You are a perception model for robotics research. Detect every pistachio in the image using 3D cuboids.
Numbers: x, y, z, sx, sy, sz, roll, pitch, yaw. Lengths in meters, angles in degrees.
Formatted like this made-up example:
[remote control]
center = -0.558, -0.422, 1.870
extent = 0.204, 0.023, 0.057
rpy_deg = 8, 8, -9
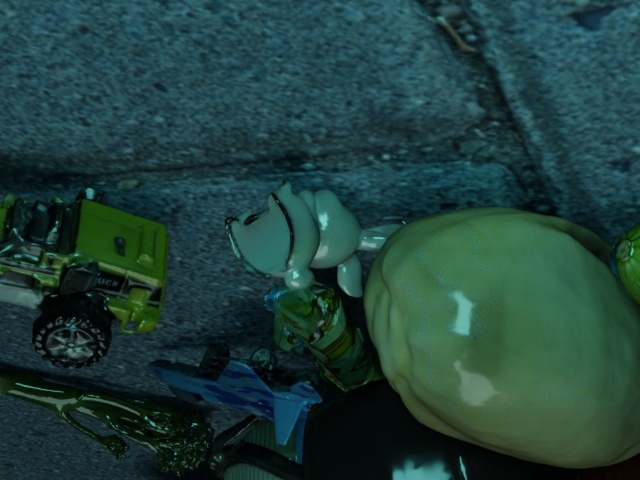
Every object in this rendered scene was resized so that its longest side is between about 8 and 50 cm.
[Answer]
[pistachio]
center = 0.158, 0.071, 1.162
extent = 0.299, 0.187, 0.187
rpy_deg = 19, 153, -41

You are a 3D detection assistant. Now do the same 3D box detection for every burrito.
[burrito]
center = -0.003, 0.086, 1.357
extent = 0.104, 0.054, 0.288
rpy_deg = 31, 170, 21

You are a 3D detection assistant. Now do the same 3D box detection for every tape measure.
[tape measure]
center = 0.022, 0.225, 1.564
extent = 0.231, 0.133, 0.271
rpy_deg = 12, 161, -30

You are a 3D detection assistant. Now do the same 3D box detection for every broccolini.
[broccolini]
center = -0.308, 0.187, 1.643
extent = 0.392, 0.074, 0.079
rpy_deg = 11, 147, -10

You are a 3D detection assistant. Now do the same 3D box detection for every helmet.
[helmet]
center = 0.134, 0.207, 1.321
extent = 0.305, 0.225, 0.177
rpy_deg = 0, 155, -46

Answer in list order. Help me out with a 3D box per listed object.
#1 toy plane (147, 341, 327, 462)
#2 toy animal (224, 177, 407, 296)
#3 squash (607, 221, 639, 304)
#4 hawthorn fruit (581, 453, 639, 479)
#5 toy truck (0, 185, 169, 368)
[toy plane]
center = -0.074, 0.138, 1.449
extent = 0.246, 0.078, 0.169
rpy_deg = 19, 161, 43
[toy animal]
center = -0.004, -0.005, 1.163
extent = 0.124, 0.085, 0.071
rpy_deg = -6, 141, -55
[squash]
center = 0.351, 0.065, 1.187
extent = 0.341, 0.094, 0.094
rpy_deg = 30, 147, -34
[hawthorn fruit]
center = 0.330, 0.271, 1.486
extent = 0.285, 0.165, 0.165
rpy_deg = 33, 150, -6
[toy truck]
center = -0.260, 0.005, 1.199
extent = 0.286, 0.136, 0.111
rpy_deg = 12, 133, -15
